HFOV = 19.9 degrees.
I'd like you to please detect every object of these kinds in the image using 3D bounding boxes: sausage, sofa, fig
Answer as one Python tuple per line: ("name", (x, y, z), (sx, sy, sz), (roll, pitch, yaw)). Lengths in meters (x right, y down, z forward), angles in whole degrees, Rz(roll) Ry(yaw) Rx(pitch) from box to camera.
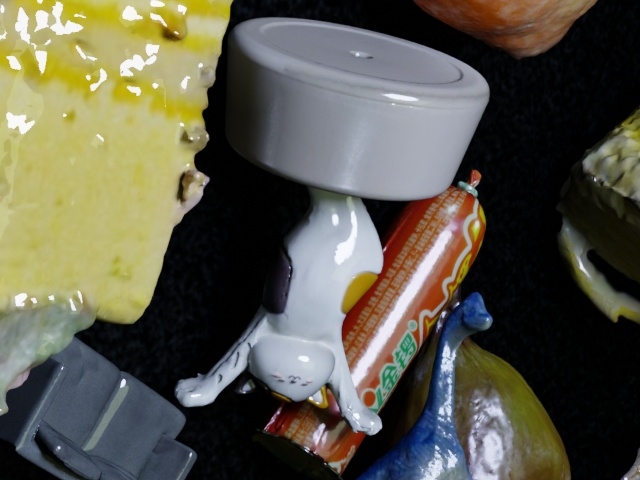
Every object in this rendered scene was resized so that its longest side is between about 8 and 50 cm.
("sausage", (0.048, 0.054, 1.347), (0.264, 0.083, 0.083), (-57, 135, -15))
("sofa", (-0.141, 0.124, 1.186), (0.147, 0.060, 0.085), (42, 72, -44))
("fig", (0.112, 0.138, 1.409), (0.170, 0.145, 0.274), (-9, 96, -46))

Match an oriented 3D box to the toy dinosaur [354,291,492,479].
("toy dinosaur", (0.041, 0.168, 1.335), (0.075, 0.248, 0.188), (17, 51, -55))

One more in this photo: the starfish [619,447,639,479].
("starfish", (0.328, 0.211, 1.704), (0.238, 0.057, 0.213), (20, 81, -51))

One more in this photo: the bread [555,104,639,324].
("bread", (0.295, -0.033, 1.499), (0.170, 0.197, 0.197), (-29, 124, -23))

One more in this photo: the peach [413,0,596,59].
("peach", (0.138, -0.231, 1.248), (0.232, 0.232, 0.232), (-18, 116, -41))

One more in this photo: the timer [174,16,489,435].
("timer", (0.000, 0.000, 1.227), (0.175, 0.175, 0.266), (-5, 115, -45))

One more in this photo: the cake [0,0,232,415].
("cake", (-0.208, -0.061, 0.934), (0.222, 0.227, 0.286), (11, 94, -43))
